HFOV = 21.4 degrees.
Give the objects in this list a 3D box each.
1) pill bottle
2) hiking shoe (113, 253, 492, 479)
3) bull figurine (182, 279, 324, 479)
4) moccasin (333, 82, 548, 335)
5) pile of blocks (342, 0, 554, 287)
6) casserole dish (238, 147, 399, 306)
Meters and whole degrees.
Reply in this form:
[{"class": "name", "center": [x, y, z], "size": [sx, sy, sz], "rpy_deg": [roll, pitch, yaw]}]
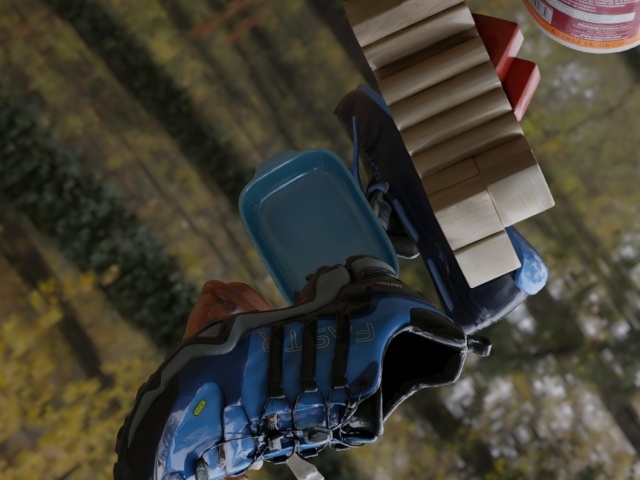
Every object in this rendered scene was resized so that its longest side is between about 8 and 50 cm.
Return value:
[{"class": "pill bottle", "center": [0.201, -0.228, 1.161], "size": [0.121, 0.121, 0.221], "rpy_deg": [-37, 163, -10]}, {"class": "hiking shoe", "center": [-0.017, 0.111, 1.265], "size": [0.304, 0.113, 0.132], "rpy_deg": [-34, -136, -32]}, {"class": "bull figurine", "center": [-0.075, 0.156, 1.574], "size": [0.101, 0.188, 0.310], "rpy_deg": [-34, 159, -22]}, {"class": "moccasin", "center": [0.084, -0.038, 1.649], "size": [0.117, 0.138, 0.342], "rpy_deg": [-46, -142, 7]}, {"class": "pile of blocks", "center": [0.090, -0.153, 1.269], "size": [0.113, 0.362, 0.149], "rpy_deg": [-24, -178, 6]}, {"class": "casserole dish", "center": [0.000, 0.000, 1.598], "size": [0.114, 0.188, 0.037], "rpy_deg": [-30, 160, 0]}]
